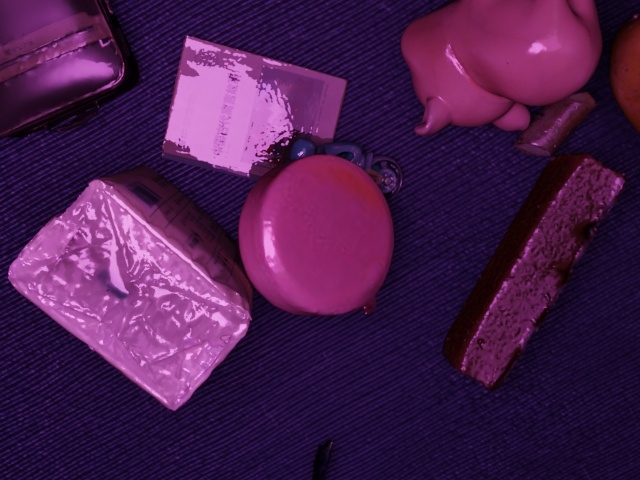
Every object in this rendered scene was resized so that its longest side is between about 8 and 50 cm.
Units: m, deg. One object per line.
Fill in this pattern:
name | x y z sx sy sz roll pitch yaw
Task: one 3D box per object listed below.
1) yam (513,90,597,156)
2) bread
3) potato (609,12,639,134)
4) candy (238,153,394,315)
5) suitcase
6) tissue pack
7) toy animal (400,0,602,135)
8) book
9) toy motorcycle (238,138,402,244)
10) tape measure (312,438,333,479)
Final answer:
yam | 0.400 -0.202 1.379 0.070 0.070 0.146 40 96 -7
bread | 0.350 0.052 1.364 0.113 0.165 0.416 30 96 -1
potato | 0.663 -0.291 1.264 0.397 0.290 0.296 -33 96 30
candy | 0.000 0.000 1.220 0.255 0.094 0.255 3 84 -33
suitcase | -0.469 -0.377 1.246 0.283 0.194 0.433 -24 100 0
tissue pack | -0.251 0.049 1.220 0.297 0.380 0.207 43 93 -6
toy animal | 0.274 -0.284 1.248 0.237 0.326 0.269 -8 117 -33
book | -0.112 -0.207 1.372 0.283 0.025 0.214 12 98 -6
toy motorcycle | -0.003 -0.065 1.337 0.296 0.109 0.198 -46 115 -10
tape measure | 0.055 0.527 1.441 0.215 0.098 0.351 15 99 -3
